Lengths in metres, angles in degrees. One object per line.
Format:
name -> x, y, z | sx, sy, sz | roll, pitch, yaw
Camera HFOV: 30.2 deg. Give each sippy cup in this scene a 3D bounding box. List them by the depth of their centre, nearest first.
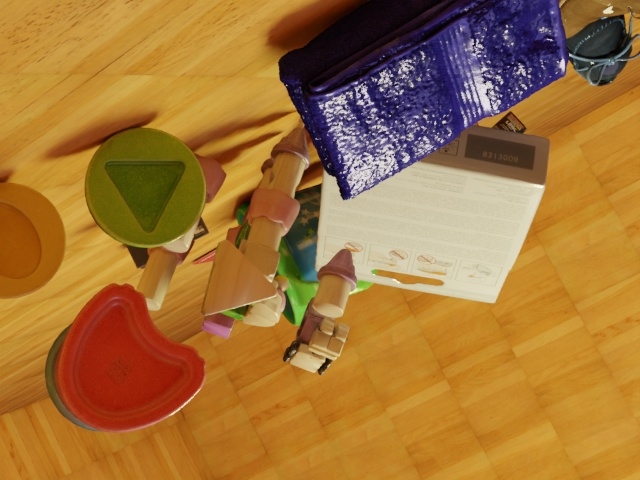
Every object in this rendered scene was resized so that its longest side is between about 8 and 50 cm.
sippy cup -> 0.000, 0.000, 2.106 | 0.224, 0.305, 0.240 | -26, 155, -10

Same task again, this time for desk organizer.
desk organizer -> -0.247, -0.002, 1.933 | 0.130, 0.047, 0.050 | -27, 177, -2

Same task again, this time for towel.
towel -> 0.124, -0.183, 1.292 | 0.308, 0.076, 0.227 | -30, 137, -1

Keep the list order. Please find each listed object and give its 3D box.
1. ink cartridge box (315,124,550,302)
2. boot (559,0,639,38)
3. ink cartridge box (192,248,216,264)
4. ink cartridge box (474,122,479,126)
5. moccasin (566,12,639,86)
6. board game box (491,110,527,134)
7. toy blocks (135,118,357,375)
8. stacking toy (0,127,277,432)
ink cartridge box -> 0.154, -0.045, 1.788 | 0.308, 0.091, 0.385 | 10, 152, 2
boot -> 0.435, -0.345, 1.666 | 0.112, 0.115, 0.305 | -25, 175, -38
ink cartridge box -> -0.093, -0.003, 2.538 | 0.296, 0.066, 0.261 | -30, 175, 21
ink cartridge box -> 0.173, -0.115, 1.887 | 0.193, 0.234, 0.088 | -32, 174, 36
moccasin -> 0.474, -0.327, 1.971 | 0.138, 0.116, 0.342 | -29, 174, 17
board game box -> 0.278, -0.146, 2.107 | 0.141, 0.048, 0.170 | -44, 179, -18
toy blocks -> -0.070, -0.015, 1.652 | 0.288, 0.309, 0.260 | 126, -16, -61
stacking toy -> -0.230, 0.041, 1.310 | 0.279, 0.309, 0.130 | -36, -174, -21
